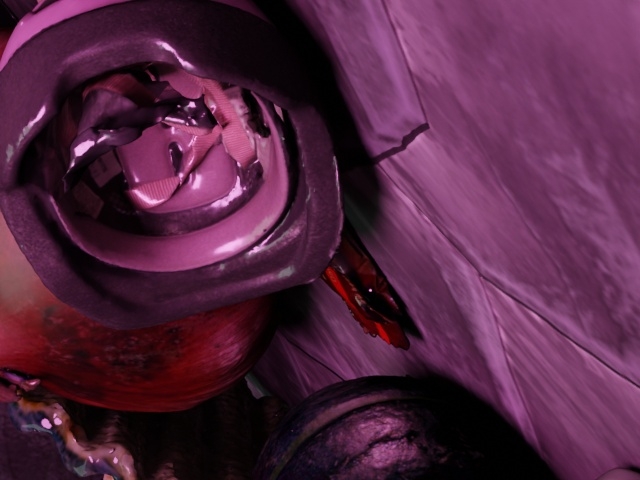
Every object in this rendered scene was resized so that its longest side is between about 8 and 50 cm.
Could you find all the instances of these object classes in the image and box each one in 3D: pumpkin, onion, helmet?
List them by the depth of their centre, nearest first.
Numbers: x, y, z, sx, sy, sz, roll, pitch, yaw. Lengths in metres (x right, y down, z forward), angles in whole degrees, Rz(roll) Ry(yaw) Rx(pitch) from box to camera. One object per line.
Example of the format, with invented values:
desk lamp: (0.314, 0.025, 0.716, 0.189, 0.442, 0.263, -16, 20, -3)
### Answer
helmet: (-0.095, -0.069, 1.049, 0.253, 0.198, 0.154, 65, -171, -65)
pumpkin: (0.064, 0.212, 1.219, 0.250, 0.216, 0.249, 173, 90, -80)
onion: (-0.200, 0.014, 1.312, 0.348, 0.285, 0.347, 33, 156, 17)

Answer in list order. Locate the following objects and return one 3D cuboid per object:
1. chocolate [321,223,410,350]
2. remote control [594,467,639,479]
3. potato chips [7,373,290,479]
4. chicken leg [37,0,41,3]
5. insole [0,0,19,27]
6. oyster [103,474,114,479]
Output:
chocolate: (0.000, 0.000, 1.202, 0.182, 0.028, 0.086, 55, 166, -27)
remote control: (0.260, 0.285, 1.079, 0.335, 0.065, 0.128, 48, 136, 2)
potato chips: (-0.126, 0.145, 1.531, 0.358, 0.070, 0.429, 26, -170, -10)
chicken leg: (-0.161, -0.180, 1.121, 0.125, 0.080, 0.196, 26, 149, 58)
insole: (-0.235, -0.141, 1.544, 0.232, 0.003, 0.080, 54, 164, -18)
oyster: (-0.039, 0.286, 1.622, 0.351, 0.114, 0.238, 29, -164, 4)
